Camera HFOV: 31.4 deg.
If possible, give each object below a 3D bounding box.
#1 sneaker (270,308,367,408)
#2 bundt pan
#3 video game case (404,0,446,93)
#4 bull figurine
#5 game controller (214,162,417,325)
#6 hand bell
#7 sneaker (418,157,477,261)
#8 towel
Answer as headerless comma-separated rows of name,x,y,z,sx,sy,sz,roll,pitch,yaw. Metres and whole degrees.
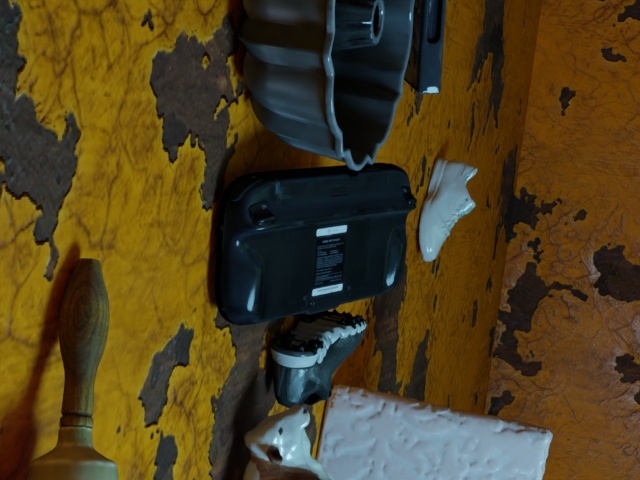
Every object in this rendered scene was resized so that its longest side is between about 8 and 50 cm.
sneaker,-0.006,0.157,1.491,0.234,0.078,0.106,-25,125,-66
bundt pan,0.005,-0.245,1.241,0.331,0.124,0.330,8,90,-74
video game case,0.111,-0.344,1.471,0.275,0.035,0.248,-116,-154,-66
bull figurine,-0.011,0.350,1.313,0.101,0.188,0.310,139,-40,-56
game controller,0.000,0.000,1.297,0.319,0.067,0.166,-8,115,-49
hand bell,-0.187,0.131,0.881,0.126,0.126,0.242,47,42,-69
sneaker,0.245,-0.057,2.161,0.080,0.094,0.212,62,41,-65
towel,0.146,0.393,1.656,0.053,0.332,0.316,22,78,-73
